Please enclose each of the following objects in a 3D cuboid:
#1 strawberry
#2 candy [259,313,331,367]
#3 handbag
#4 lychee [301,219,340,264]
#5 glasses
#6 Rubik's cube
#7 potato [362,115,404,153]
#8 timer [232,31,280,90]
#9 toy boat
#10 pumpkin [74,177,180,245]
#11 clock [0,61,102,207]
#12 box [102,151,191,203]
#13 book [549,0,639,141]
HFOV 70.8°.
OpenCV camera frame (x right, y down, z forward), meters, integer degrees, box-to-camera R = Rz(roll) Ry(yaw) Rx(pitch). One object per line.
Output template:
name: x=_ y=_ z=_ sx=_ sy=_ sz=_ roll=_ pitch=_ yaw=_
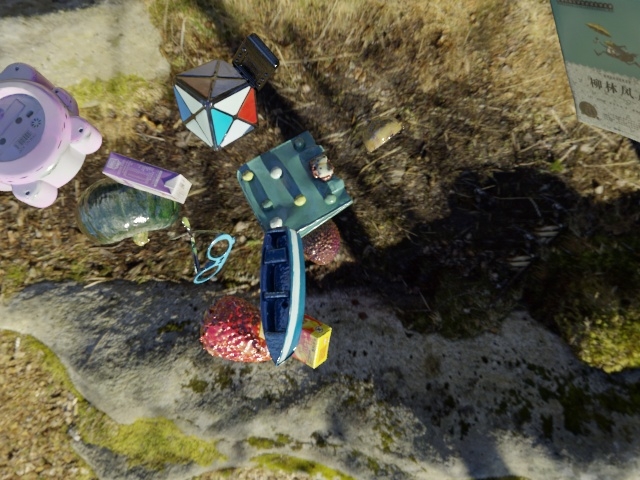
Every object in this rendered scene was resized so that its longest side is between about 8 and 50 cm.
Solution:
strawberry: x=-0.328 y=0.386 z=1.876 sx=0.343 sy=0.292 sz=0.293 roll=21 pitch=95 yaw=17
candy: x=-0.100 y=0.346 z=1.697 sx=0.275 sy=0.088 sz=0.146 roll=24 pitch=119 yaw=29
handbag: x=-0.083 y=-0.153 z=1.295 sx=0.274 sy=0.100 sz=0.269 roll=-30 pitch=74 yaw=0
lychee: x=0.000 y=0.000 z=1.795 sx=0.187 sy=0.188 sz=0.189 roll=0 pitch=96 yaw=-3
glasses: x=-0.402 y=0.030 z=1.455 sx=0.206 sy=0.102 sz=0.239 roll=27 pitch=127 yaw=-6
Rubik's cube: x=-0.430 y=-0.565 z=1.869 sx=0.248 sy=0.250 sz=0.246 roll=-38 pitch=63 yaw=-26
potato: x=0.155 y=-0.321 z=1.353 sx=0.100 sy=0.172 sz=0.089 roll=-41 pitch=100 yaw=-25
timer: x=-0.231 y=-0.637 z=1.611 sx=0.144 sy=0.187 sz=0.055 roll=45 pitch=60 yaw=-14
toy boat: x=-0.081 y=0.120 z=0.988 sx=0.096 sy=0.061 sz=0.300 roll=-7 pitch=78 yaw=36
pumpkin: x=-0.405 y=-0.063 z=0.959 sx=0.211 sy=0.211 sz=0.152 roll=-8 pitch=86 yaw=-2
clock: x=-0.555 y=-0.196 z=0.852 sx=0.247 sy=0.090 sz=0.228 roll=36 pitch=84 yaw=14
box: x=-0.257 y=-0.093 z=0.670 sx=0.117 sy=0.051 sz=0.036 roll=18 pitch=82 yaw=9
book: x=0.588 y=-0.334 z=0.882 sx=0.031 sy=0.264 sz=0.379 roll=-43 pitch=130 yaw=3
